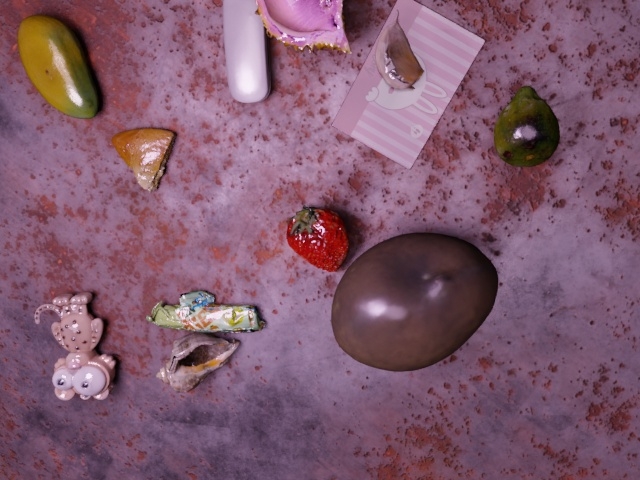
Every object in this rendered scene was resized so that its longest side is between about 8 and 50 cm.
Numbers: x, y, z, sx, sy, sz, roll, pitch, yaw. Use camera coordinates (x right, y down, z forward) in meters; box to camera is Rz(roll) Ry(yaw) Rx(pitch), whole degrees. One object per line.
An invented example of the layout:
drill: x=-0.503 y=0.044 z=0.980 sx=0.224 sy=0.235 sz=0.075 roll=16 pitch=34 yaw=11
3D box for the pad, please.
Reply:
pad: x=0.178 y=-0.327 z=1.046 sx=0.202 sy=0.005 sz=0.299 roll=30 pitch=105 yaw=1

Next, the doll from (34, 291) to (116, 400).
doll: x=-0.604 y=0.268 z=1.243 sx=0.154 sy=0.119 sz=0.278 roll=-13 pitch=99 yaw=-1

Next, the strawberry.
strawberry: x=0.002 y=-0.006 z=1.095 sx=0.131 sy=0.131 sz=0.148 roll=-43 pitch=123 yaw=15

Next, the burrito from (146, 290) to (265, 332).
burrito: x=-0.278 y=0.171 z=1.202 sx=0.288 sy=0.054 sz=0.104 roll=0 pitch=102 yaw=9

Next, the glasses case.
glasses case: x=-0.154 y=-0.409 z=1.048 sx=0.092 sy=0.059 sz=0.233 roll=-2 pitch=103 yaw=11

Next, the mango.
mango: x=-0.583 y=-0.378 z=1.106 sx=0.137 sy=0.091 sz=0.237 roll=-12 pitch=101 yaw=17

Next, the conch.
conch: x=-0.292 y=0.284 z=1.188 sx=0.207 sy=0.155 sz=0.130 roll=-17 pitch=81 yaw=-7

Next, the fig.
fig: x=0.406 y=-0.232 z=0.993 sx=0.123 sy=0.123 sz=0.156 roll=-1 pitch=64 yaw=9

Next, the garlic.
garlic: x=0.149 y=-0.370 z=1.009 sx=0.084 sy=0.066 sz=0.152 roll=-33 pitch=101 yaw=-13

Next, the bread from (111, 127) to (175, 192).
bread: x=-0.386 y=-0.204 z=1.136 sx=0.136 sy=0.054 sz=0.154 roll=-32 pitch=99 yaw=11

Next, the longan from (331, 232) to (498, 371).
longan: x=0.184 y=0.118 z=1.015 sx=0.350 sy=0.288 sz=0.288 roll=-27 pitch=98 yaw=5

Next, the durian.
durian: x=-0.035 y=-0.520 z=0.986 sx=0.191 sy=0.112 sz=0.341 roll=-5 pitch=94 yaw=19
